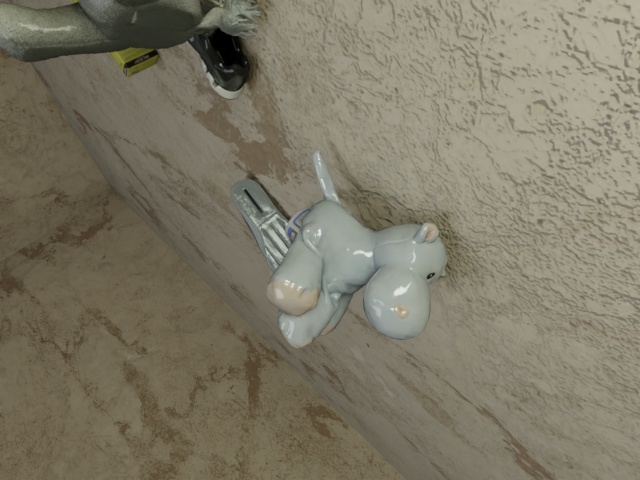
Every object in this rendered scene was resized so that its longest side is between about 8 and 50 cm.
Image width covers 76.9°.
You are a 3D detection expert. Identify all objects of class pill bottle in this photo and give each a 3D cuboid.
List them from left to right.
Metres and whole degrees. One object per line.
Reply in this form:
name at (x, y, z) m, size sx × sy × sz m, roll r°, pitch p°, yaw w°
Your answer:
pill bottle at (0.000, 0.000, 0.836) m, size 0.137 × 0.078 × 0.078 m, roll 41°, pitch 154°, yaw 20°

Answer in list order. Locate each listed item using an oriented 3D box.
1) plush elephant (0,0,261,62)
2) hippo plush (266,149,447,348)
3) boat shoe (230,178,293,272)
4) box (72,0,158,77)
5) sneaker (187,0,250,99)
plush elephant at (-0.244, -0.397, 0.498) m, size 0.271 × 0.329 × 0.256 m, roll -9°, pitch 96°, yaw 56°
hippo plush at (0.079, 0.050, 0.655) m, size 0.236 × 0.295 × 0.234 m, roll 9°, pitch 153°, yaw 19°
boat shoe at (-0.116, -0.019, 1.005) m, size 0.302 × 0.109 × 0.094 m, roll 58°, pitch 171°, yaw 3°
box at (-0.480, -0.503, 0.921) m, size 0.232 × 0.087 × 0.058 m, roll 56°, pitch 155°, yaw -16°
sneaker at (-0.192, -0.354, 0.662) m, size 0.234 × 0.078 × 0.106 m, roll 53°, pitch 153°, yaw -17°
